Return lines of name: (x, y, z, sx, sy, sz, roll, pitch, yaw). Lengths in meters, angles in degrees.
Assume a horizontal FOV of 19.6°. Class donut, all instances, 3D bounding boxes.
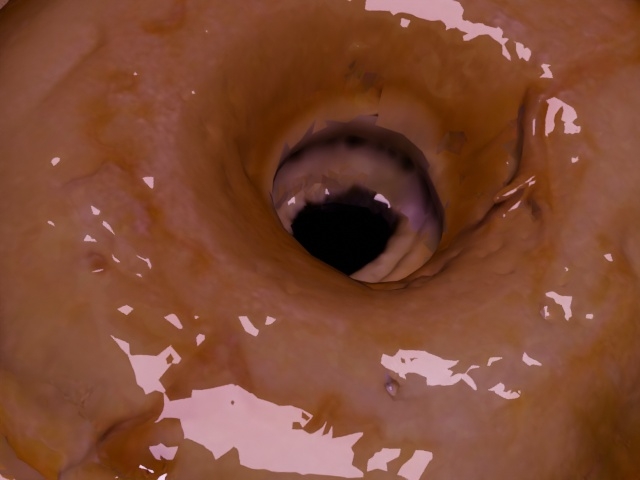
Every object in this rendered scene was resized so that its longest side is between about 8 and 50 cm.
donut: (0.000, 0.000, 0.893, 0.449, 0.198, 0.449, 7, 59, -11)
